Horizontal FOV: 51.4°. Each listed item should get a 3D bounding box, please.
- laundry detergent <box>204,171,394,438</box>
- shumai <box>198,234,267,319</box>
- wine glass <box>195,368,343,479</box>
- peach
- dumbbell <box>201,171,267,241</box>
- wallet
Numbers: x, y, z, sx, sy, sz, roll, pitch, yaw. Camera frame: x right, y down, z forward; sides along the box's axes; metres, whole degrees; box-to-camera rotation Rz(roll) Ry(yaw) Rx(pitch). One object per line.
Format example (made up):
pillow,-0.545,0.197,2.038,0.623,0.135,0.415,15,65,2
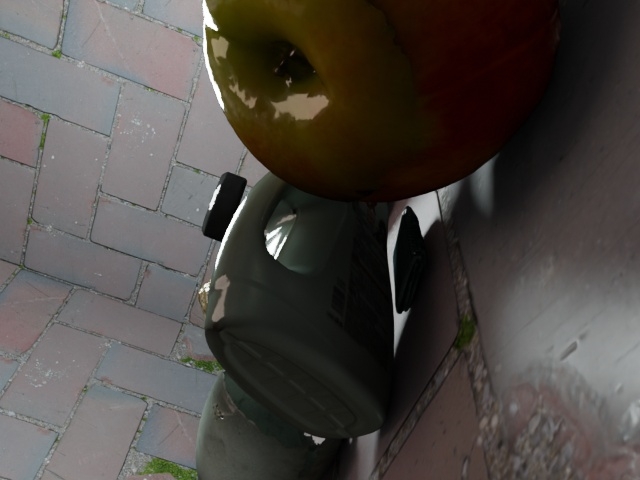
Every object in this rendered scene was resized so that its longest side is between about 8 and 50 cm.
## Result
laundry detergent,0.000,0.000,0.786,0.125,0.264,0.397,-19,42,31
shumai,-0.140,0.079,1.594,0.314,0.267,0.262,-95,23,-60
wine glass,-0.094,0.316,0.905,0.190,0.191,0.356,-85,17,-66
peach,0.069,-0.215,0.646,0.370,0.370,0.369,-160,90,-83
dumbbell,-0.164,-0.056,1.941,0.204,0.323,0.203,-160,90,-84
wallet,0.109,0.020,0.817,0.129,0.026,0.088,-85,4,-60
